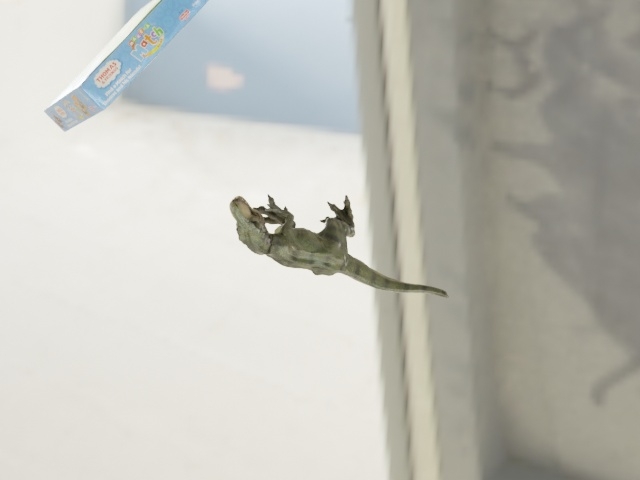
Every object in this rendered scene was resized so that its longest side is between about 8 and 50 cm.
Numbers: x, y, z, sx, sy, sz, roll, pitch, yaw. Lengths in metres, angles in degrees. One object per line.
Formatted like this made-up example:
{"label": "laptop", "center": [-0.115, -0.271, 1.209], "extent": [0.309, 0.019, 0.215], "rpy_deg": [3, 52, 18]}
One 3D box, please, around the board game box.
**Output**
{"label": "board game box", "center": [-0.201, -0.188, 1.959], "extent": [0.039, 0.160, 0.211], "rpy_deg": [44, 165, -10]}

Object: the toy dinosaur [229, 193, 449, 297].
{"label": "toy dinosaur", "center": [0.000, 0.000, 1.953], "extent": [0.268, 0.064, 0.118], "rpy_deg": [18, -154, -32]}
